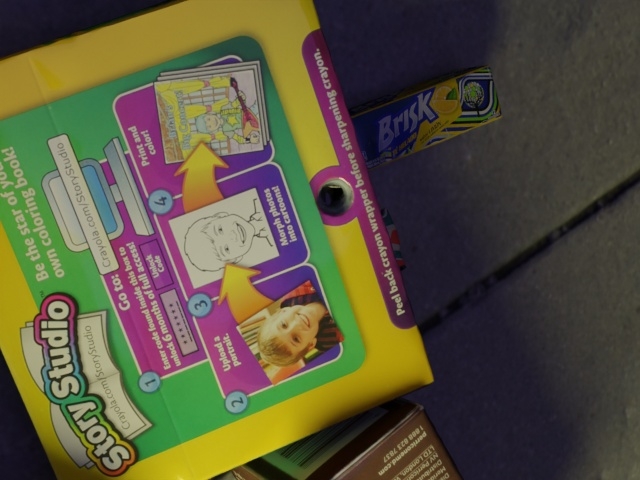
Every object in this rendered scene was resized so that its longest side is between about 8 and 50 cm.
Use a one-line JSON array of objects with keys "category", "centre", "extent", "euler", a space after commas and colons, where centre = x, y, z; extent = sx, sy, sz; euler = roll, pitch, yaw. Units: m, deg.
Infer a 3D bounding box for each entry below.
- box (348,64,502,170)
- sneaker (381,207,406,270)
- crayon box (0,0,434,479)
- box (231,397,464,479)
[{"category": "box", "centre": [0.085, -0.114, 1.022], "extent": [0.168, 0.059, 0.054], "euler": [-24, 104, -24]}, {"category": "sneaker", "centre": [0.000, 0.000, 1.002], "extent": [0.161, 0.057, 0.075], "euler": [-1, 73, -23]}, {"category": "crayon box", "centre": [-0.114, 0.001, 0.868], "extent": [0.313, 0.106, 0.363], "euler": [-21, 105, -9]}, {"category": "box", "centre": [0.079, 0.312, 0.993], "extent": [0.143, 0.191, 0.381], "euler": [-35, 111, -20]}]
